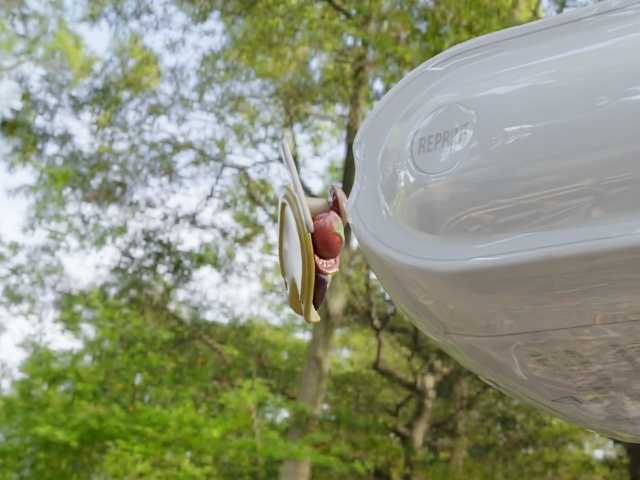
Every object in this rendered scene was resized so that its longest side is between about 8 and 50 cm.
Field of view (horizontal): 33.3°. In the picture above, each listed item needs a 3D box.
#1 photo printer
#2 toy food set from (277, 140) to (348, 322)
[{"bbox_3d":[0.181,0.000,0.392,0.307,0.107,0.256,-11,-28,34],"label":"photo printer"},{"bbox_3d":[0.000,0.000,1.199,0.071,0.128,0.218,-10,-38,-13],"label":"toy food set"}]
